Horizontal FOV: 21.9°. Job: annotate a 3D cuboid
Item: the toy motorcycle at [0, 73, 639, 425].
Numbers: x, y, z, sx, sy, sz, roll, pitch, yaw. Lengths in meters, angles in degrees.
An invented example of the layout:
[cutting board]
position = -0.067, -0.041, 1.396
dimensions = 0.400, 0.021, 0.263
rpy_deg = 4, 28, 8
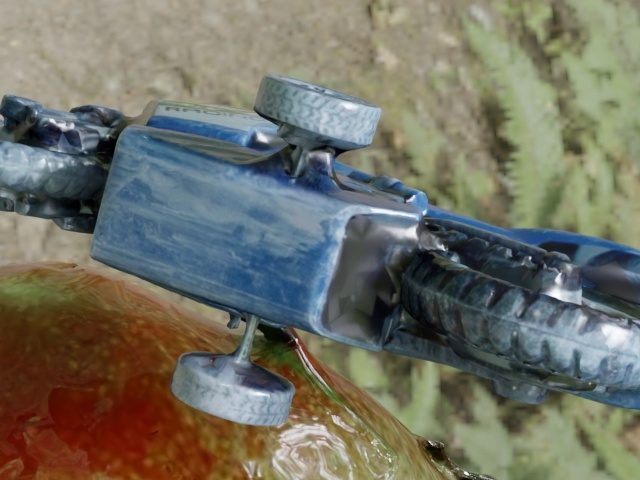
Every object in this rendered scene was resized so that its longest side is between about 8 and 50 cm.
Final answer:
[toy motorcycle]
position = 0.000, 0.000, 0.500
dimensions = 0.135, 0.254, 0.092
rpy_deg = 2, 104, -64

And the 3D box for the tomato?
[tomato]
position = -0.085, 0.157, 0.683
dimensions = 0.303, 0.303, 0.239
rpy_deg = 47, 59, -43
